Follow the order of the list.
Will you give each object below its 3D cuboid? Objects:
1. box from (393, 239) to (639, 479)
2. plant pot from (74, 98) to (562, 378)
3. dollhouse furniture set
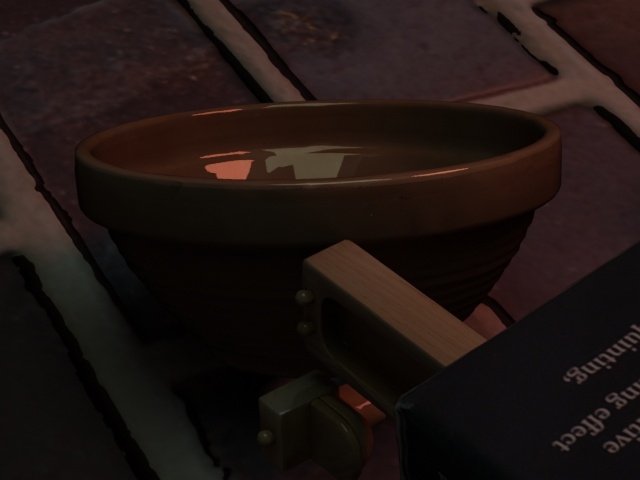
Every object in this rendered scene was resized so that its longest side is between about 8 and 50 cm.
[{"bbox_3d":[0.265,0.151,0.662,0.293,0.212,0.395,-30,44,-26],"label":"box"},{"bbox_3d":[0.000,0.000,0.956,0.237,0.110,0.237,-1,12,0],"label":"plant pot"},{"bbox_3d":[0.008,0.114,0.803,0.123,0.151,0.144,-25,43,-30],"label":"dollhouse furniture set"}]
